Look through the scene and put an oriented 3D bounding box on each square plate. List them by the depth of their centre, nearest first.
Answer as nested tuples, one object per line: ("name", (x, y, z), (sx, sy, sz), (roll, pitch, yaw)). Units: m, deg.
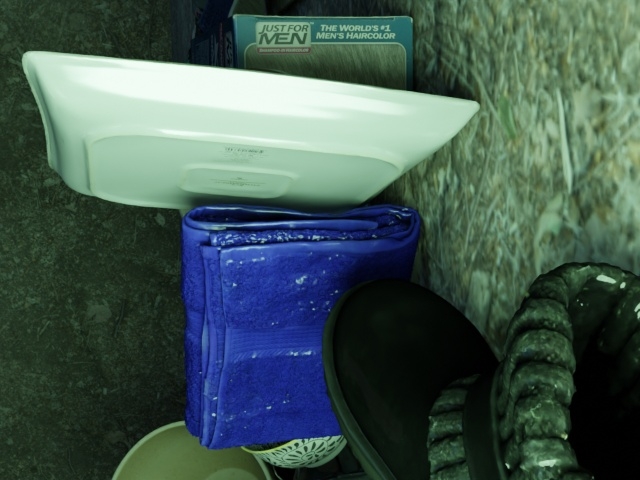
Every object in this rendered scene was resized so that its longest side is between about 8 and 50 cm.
("square plate", (-0.079, -0.074, 0.799), (0.344, 0.347, 0.049), (146, 127, -74))

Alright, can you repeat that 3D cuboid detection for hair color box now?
("hair color box", (-0.038, -0.181, 0.959), (0.347, 0.173, 0.105), (-149, 56, -73))

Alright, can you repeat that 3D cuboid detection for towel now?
("towel", (-0.027, 0.100, 0.887), (0.076, 0.227, 0.308), (-101, 14, -48))

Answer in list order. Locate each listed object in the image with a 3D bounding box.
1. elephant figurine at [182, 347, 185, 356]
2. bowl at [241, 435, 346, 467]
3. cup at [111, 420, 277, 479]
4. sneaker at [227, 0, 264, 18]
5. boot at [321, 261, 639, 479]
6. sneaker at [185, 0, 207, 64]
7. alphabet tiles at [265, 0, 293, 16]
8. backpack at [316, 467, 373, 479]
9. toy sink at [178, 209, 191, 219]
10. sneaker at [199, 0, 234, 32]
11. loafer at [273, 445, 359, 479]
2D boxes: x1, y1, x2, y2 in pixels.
("elephant figurine", (-0.177, 0.279, 1.729), (0.186, 0.169, 0.240), (-60, -42, -62))
("bowl", (-0.015, 0.232, 1.105), (0.080, 0.170, 0.170), (57, 175, -20))
("cup", (-0.205, 0.513, 1.646), (0.237, 0.330, 0.331), (45, -145, -70))
("sneaker", (-0.125, -0.312, 1.290), (0.070, 0.050, 0.134), (49, 129, 53))
("boot", (0.106, 0.093, 0.547), (0.260, 0.131, 0.348), (91, 156, -47))
("sneaker", (-0.194, -0.369, 1.614), (0.295, 0.123, 0.179), (136, 133, -82))
("alphabet tiles", (-0.076, -0.480, 1.285), (0.342, 0.011, 0.285), (-147, 50, -78))
("backpack", (0.029, 0.352, 0.979), (0.173, 0.116, 0.158), (105, 157, -60))
("toy sink", (-0.070, 0.051, 1.067), (0.131, 0.152, 0.234), (96, 152, -42))
("sneaker", (-0.118, -0.392, 1.331), (0.090, 0.081, 0.232), (-59, 13, -27))
("loafer", (-0.026, 0.304, 1.214), (0.302, 0.095, 0.109), (-174, 78, -75))
